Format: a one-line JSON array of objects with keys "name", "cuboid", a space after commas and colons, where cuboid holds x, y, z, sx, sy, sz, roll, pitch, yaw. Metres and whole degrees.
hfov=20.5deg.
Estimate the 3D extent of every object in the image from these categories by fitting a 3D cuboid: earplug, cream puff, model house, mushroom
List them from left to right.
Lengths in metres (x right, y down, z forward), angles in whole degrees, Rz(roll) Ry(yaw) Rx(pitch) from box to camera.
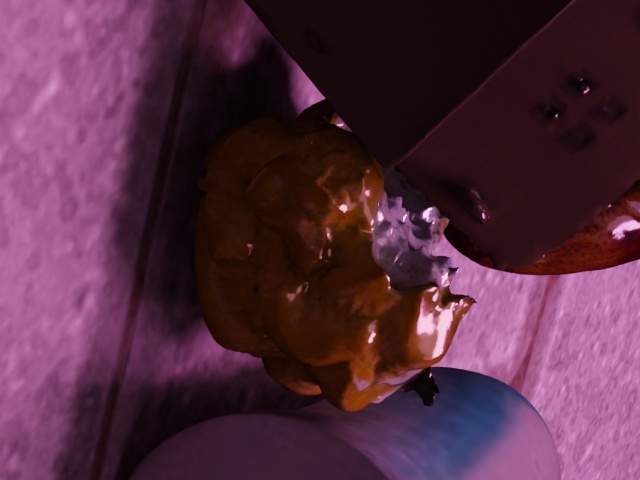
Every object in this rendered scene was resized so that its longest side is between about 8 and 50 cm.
[{"name": "cream puff", "cuboid": [-0.001, -0.001, 0.823, 0.121, 0.156, 0.156, -31, 162, 22]}, {"name": "earplug", "cuboid": [0.044, 0.153, 0.955, 0.324, 0.185, 0.185, -14, 121, -64]}, {"name": "model house", "cuboid": [0.065, -0.164, 0.768, 0.243, 0.204, 0.211, 39, 110, -24]}, {"name": "mushroom", "cuboid": [0.163, -0.098, 1.050, 0.227, 0.148, 0.217, -22, 112, -61]}]
